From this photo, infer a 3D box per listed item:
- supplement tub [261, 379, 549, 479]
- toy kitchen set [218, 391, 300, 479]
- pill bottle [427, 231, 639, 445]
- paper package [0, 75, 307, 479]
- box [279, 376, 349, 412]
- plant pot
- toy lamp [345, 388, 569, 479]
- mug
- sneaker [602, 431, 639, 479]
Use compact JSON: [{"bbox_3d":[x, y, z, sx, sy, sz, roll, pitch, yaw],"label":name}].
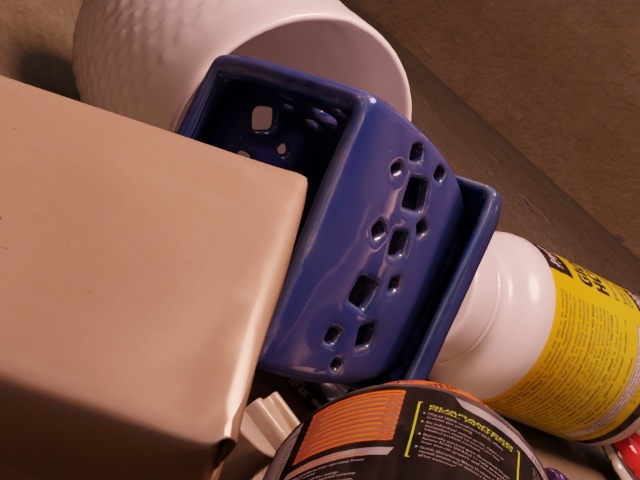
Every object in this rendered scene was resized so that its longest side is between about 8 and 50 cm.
[{"bbox_3d":[0.045,0.214,0.946,0.207,0.207,0.338,37,16,-1],"label":"supplement tub"},{"bbox_3d":[-0.130,0.103,1.118,0.207,0.122,0.166,53,8,6],"label":"toy kitchen set"},{"bbox_3d":[0.221,0.101,1.686,0.334,0.188,0.188,24,21,-41],"label":"pill bottle"},{"bbox_3d":[-0.194,0.039,0.777,0.325,0.168,0.309,18,27,-2],"label":"paper package"},{"bbox_3d":[0.001,0.133,1.427,0.067,0.018,0.083,45,18,25],"label":"box"},{"bbox_3d":[0.000,0.000,1.310,0.212,0.236,0.236,26,-3,-38],"label":"plant pot"},{"bbox_3d":[0.141,0.210,1.408,0.275,0.080,0.080,32,16,-21],"label":"toy lamp"},{"bbox_3d":[-0.092,-0.131,1.603,0.328,0.276,0.374,44,-15,47],"label":"mug"},{"bbox_3d":[0.447,0.288,1.779,0.279,0.118,0.107,40,15,8],"label":"sneaker"}]
